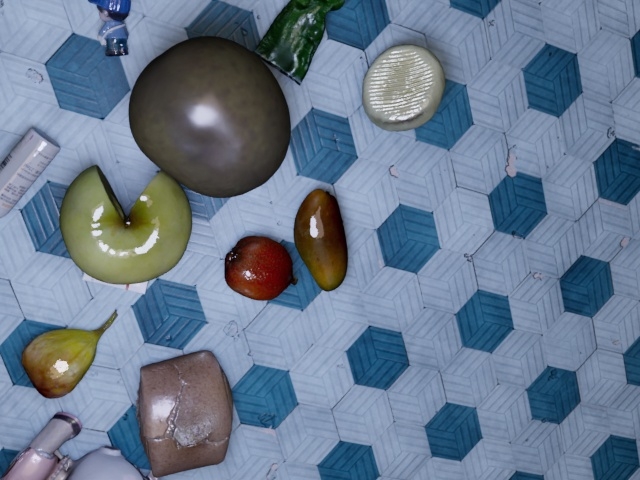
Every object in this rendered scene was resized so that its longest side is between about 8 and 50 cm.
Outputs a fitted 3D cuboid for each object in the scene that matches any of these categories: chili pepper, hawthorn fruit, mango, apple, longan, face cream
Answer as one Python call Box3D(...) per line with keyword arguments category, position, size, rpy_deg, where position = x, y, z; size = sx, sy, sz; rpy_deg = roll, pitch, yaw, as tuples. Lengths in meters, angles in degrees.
Box3D(category="chili pepper", position=(-0.034, -0.526, 1.504), size=(0.136, 0.099, 0.270), rpy_deg=(35, 99, 8))
Box3D(category="hawthorn fruit", position=(-0.146, 0.079, 1.567), size=(0.188, 0.169, 0.169), rpy_deg=(32, 93, -20))
Box3D(category="mango", position=(0.000, 0.000, 1.605), size=(0.133, 0.111, 0.267), rpy_deg=(-16, 103, -25))
Box3D(category="apple", position=(-0.438, -0.042, 1.421), size=(0.292, 0.254, 0.291), rpy_deg=(1, 86, -14))
Box3D(category="longan", position=(-0.238, -0.264, 1.390), size=(0.362, 0.361, 0.360), rpy_deg=(-2, 102, -12))
Box3D(category="face cream", position=(-0.714, -0.134, 1.439), size=(0.082, 0.082, 0.269), rpy_deg=(40, 90, -16))

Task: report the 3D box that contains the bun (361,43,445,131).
Box3D(category="bun", position=(0.210, -0.378, 1.576), size=(0.223, 0.127, 0.222), rpy_deg=(1, 93, 17))

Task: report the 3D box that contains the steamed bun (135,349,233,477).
Box3D(category="steamed bun", position=(-0.343, 0.447, 1.575), size=(0.252, 0.199, 0.300), rpy_deg=(-6, 101, -12))

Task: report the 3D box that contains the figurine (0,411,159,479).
Box3D(category="figurine", position=(-0.602, 0.629, 1.549), size=(0.361, 0.211, 0.253), rpy_deg=(38, 95, -13))

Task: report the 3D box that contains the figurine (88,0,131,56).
Box3D(category="figurine", position=(-0.473, -0.498, 1.424), size=(0.086, 0.087, 0.149), rpy_deg=(-18, 109, -47))

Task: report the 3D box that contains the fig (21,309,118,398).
Box3D(category="fig", position=(-0.598, 0.261, 1.529), size=(0.257, 0.159, 0.159), rpy_deg=(-43, 107, -21))

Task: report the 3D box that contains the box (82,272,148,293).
Box3D(category="box", position=(-0.500, 0.074, 1.549), size=(0.155, 0.040, 0.083), rpy_deg=(15, 95, -16))
